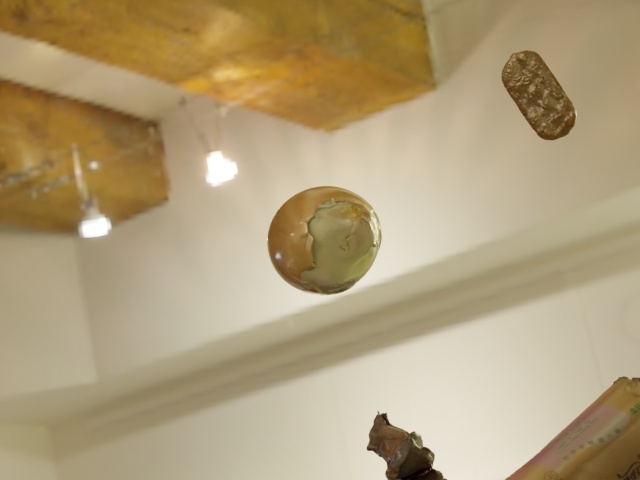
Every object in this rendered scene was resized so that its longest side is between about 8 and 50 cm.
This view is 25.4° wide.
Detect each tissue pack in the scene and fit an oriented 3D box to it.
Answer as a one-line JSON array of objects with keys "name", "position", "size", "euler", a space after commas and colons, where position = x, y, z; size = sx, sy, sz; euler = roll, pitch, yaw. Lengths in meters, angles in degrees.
[{"name": "tissue pack", "position": [0.336, 0.319, 1.700], "size": [0.256, 0.215, 0.123], "euler": [-36, 24, -32]}]

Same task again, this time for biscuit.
[{"name": "biscuit", "position": [0.321, -0.214, 2.094], "size": [0.071, 0.147, 0.018], "euler": [-36, -14, 20]}]

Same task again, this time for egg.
[{"name": "egg", "position": [0.000, 0.000, 2.614], "size": [0.201, 0.201, 0.244], "euler": [-2, 2, -29]}]

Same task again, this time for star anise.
[{"name": "star anise", "position": [0.118, 0.299, 1.722], "size": [0.063, 0.172, 0.208], "euler": [-29, 6, -8]}]
